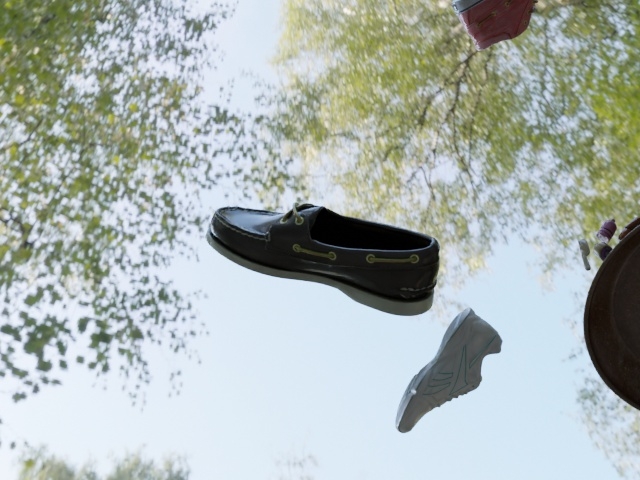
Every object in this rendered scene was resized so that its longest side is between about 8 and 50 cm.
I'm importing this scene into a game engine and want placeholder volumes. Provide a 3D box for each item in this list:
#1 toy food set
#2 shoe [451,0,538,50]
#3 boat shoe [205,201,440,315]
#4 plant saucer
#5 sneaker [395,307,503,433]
[{"bbox_3d":[0.388,-0.004,1.104,0.122,0.078,0.019,-18,-50,19],"label":"toy food set"},{"bbox_3d":[0.271,-0.328,1.171,0.178,0.063,0.081,-28,-73,14],"label":"shoe"},{"bbox_3d":[0.000,0.000,0.805,0.227,0.081,0.069,16,-61,16],"label":"boat shoe"},{"bbox_3d":[0.297,0.049,0.656,0.198,0.036,0.199,3,-64,5],"label":"plant saucer"},{"bbox_3d":[0.135,0.148,0.921,0.061,0.054,0.152,35,-83,-3],"label":"sneaker"}]
